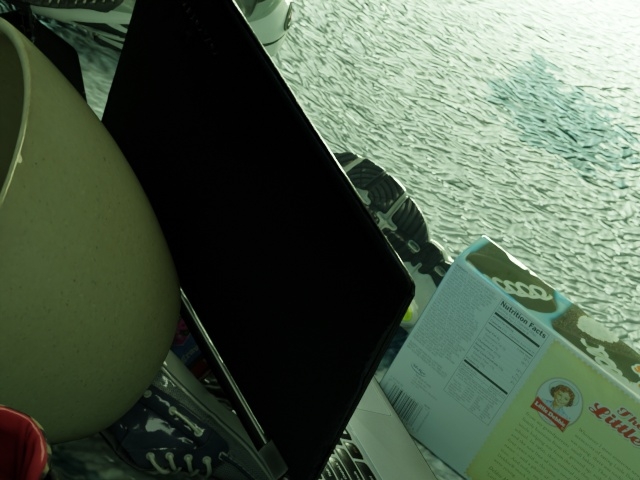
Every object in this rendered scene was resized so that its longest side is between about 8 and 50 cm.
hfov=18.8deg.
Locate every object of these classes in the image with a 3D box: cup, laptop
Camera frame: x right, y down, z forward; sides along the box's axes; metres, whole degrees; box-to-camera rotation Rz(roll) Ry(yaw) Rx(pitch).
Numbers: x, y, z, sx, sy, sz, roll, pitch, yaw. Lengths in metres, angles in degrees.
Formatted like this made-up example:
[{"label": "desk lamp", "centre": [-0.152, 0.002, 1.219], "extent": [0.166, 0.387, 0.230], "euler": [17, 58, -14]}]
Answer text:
[{"label": "cup", "centre": [-0.246, 0.030, 1.464], "extent": [0.237, 0.331, 0.331], "euler": [35, 27, -36]}, {"label": "laptop", "centre": [0.000, 0.000, 1.546], "extent": [0.408, 0.236, 0.382], "euler": [19, 34, -56]}]

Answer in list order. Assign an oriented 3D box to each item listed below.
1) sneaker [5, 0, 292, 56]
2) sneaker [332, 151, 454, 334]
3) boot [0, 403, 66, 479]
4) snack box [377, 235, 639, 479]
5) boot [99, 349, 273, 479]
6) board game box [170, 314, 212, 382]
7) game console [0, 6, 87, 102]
[{"label": "sneaker", "centre": [-0.190, -0.239, 1.980], "extent": [0.330, 0.146, 0.122], "euler": [11, 60, 11]}, {"label": "sneaker", "centre": [0.079, 0.034, 1.833], "extent": [0.275, 0.107, 0.110], "euler": [50, -1, 18]}, {"label": "boot", "centre": [-0.237, 0.211, 1.225], "extent": [0.138, 0.284, 0.377], "euler": [28, 36, -2]}, {"label": "snack box", "centre": [0.214, 0.165, 1.674], "extent": [0.322, 0.187, 0.060], "euler": [39, 37, 13]}, {"label": "boot", "centre": [-0.109, 0.170, 1.569], "extent": [0.190, 0.069, 0.086], "euler": [43, 63, 7]}, {"label": "board game box", "centre": [-0.118, 0.040, 1.742], "extent": [0.145, 0.027, 0.281], "euler": [35, 36, 10]}, {"label": "game console", "centre": [-0.289, -0.163, 1.889], "extent": [0.107, 0.071, 0.122], "euler": [-13, 45, -4]}]
